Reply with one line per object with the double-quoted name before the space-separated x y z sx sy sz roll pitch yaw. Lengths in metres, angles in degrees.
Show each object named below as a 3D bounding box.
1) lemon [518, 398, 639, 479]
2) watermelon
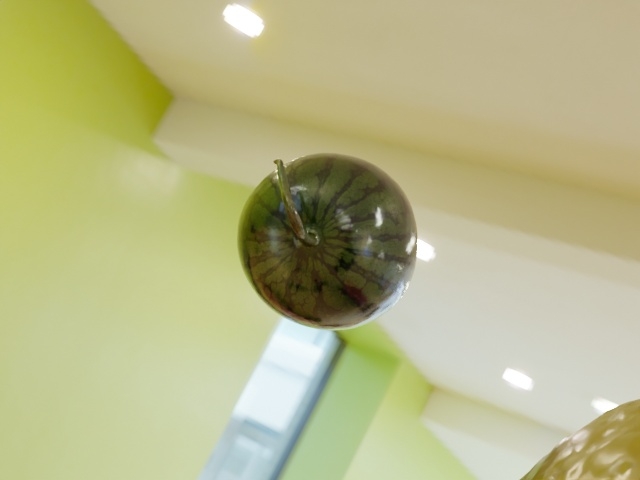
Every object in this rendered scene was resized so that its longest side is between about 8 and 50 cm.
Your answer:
"lemon" 0.169 0.193 0.553 0.253 0.310 0.253 14 8 -2
"watermelon" 0.000 0.000 1.024 0.141 0.140 0.187 24 4 15
